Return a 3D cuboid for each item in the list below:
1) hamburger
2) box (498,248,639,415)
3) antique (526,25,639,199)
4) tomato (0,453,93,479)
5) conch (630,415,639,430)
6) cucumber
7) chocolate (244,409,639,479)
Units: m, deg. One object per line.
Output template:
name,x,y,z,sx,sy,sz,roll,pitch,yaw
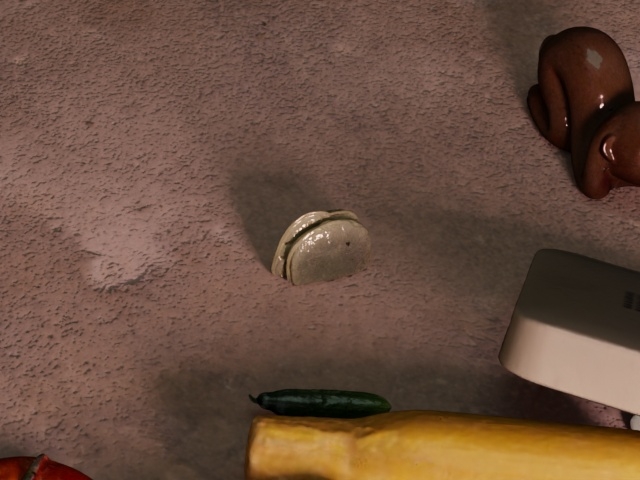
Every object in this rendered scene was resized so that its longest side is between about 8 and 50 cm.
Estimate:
hamburger,0.002,0.002,2.078,0.121,0.084,0.054,-15,50,-21
box,0.385,0.123,1.913,0.373,0.090,0.367,18,15,8
antique,0.359,-0.162,2.267,0.121,0.143,0.257,-10,49,-22
tomato,-0.289,0.290,1.726,0.227,0.101,0.228,2,45,-2
conch,0.404,0.226,1.942,0.180,0.088,0.065,28,3,27
cucumber,-0.002,0.175,1.935,0.155,0.037,0.037,4,44,-8
chocolate,0.144,0.248,1.819,0.445,0.162,0.162,7,44,3
